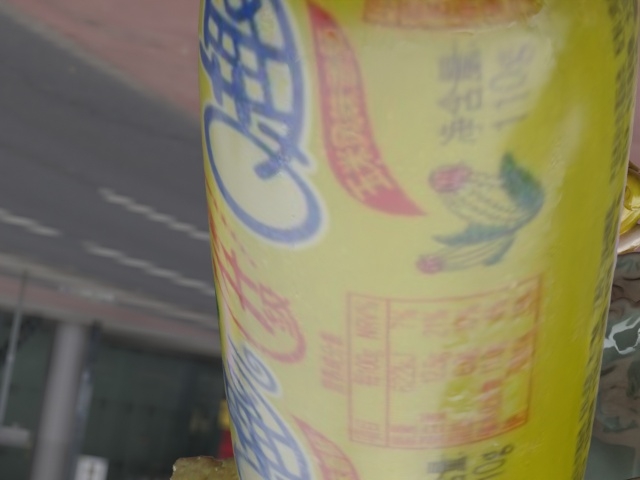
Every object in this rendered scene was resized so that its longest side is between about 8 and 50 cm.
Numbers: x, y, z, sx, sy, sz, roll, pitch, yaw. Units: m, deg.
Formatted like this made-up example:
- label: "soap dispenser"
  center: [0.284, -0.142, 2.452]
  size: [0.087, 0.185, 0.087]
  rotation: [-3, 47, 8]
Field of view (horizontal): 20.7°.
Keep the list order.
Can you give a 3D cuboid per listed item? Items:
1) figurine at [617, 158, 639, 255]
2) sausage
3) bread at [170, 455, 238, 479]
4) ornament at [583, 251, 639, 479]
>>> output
- label: "figurine"
  center: [0.185, 0.033, 1.463]
  size: [0.156, 0.246, 0.131]
  rotation: [43, -166, 28]
- label: "sausage"
  center: [0.028, 0.007, 0.538]
  size: [0.123, 0.123, 0.347]
  rotation: [8, 136, 11]
- label: "bread"
  center: [-0.075, 0.284, 1.424]
  size: [0.140, 0.160, 0.169]
  rotation: [-7, 129, 37]
- label: "ornament"
  center: [0.145, 0.104, 0.658]
  size: [0.130, 0.120, 0.285]
  rotation: [1, -151, -9]
